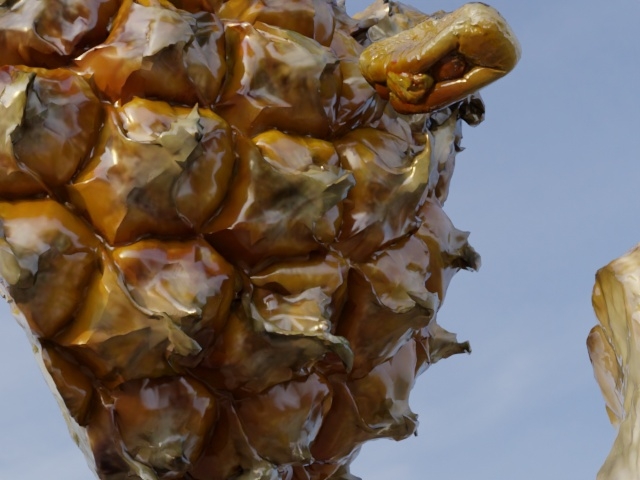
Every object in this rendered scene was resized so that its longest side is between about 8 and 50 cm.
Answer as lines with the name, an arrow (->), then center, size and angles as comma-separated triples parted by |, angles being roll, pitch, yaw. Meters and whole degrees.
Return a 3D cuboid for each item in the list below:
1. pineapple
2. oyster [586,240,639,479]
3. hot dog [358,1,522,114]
pineapple -> 0.003, -0.002, 0.596 | 0.286, 0.209, 0.344 | -29, -48, -10
oyster -> 0.099, 0.031, 0.318 | 0.081, 0.191, 0.163 | 29, -18, 12
hot dog -> 0.042, -0.068, 0.537 | 0.030, 0.034, 0.090 | 47, -26, -18
